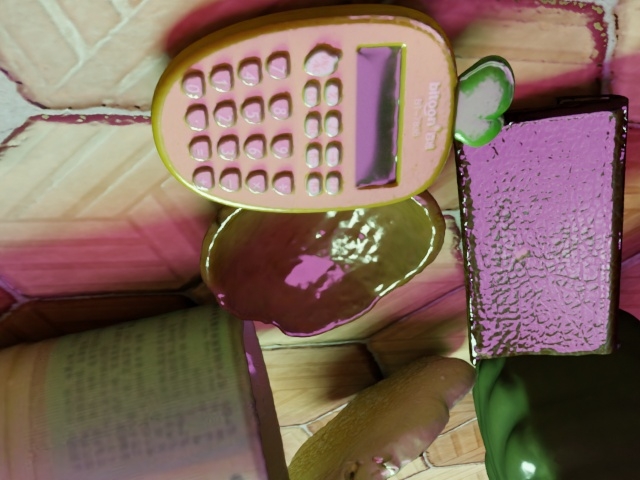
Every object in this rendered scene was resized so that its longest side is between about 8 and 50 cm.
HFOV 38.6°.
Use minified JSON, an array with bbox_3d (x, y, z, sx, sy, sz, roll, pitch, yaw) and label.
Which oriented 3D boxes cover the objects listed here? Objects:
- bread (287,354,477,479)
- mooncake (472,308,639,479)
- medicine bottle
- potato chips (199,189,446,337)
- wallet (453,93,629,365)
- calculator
[{"bbox_3d":[0.043,0.224,1.005,0.316,0.054,0.316,-41,-179,1],"label":"bread"},{"bbox_3d":[0.285,0.258,0.996,0.194,0.356,0.356,-12,150,5],"label":"mooncake"},{"bbox_3d":[-0.241,0.206,0.831,0.407,0.235,0.235,-13,150,-1],"label":"medicine bottle"},{"bbox_3d":[0.000,-0.001,0.735,0.196,0.061,0.208,-11,143,2],"label":"potato chips"},{"bbox_3d":[0.179,0.000,0.742,0.133,0.039,0.243,-8,126,6],"label":"wallet"},{"bbox_3d":[0.009,-0.083,0.593,0.235,0.032,0.146,-5,128,-6],"label":"calculator"}]
